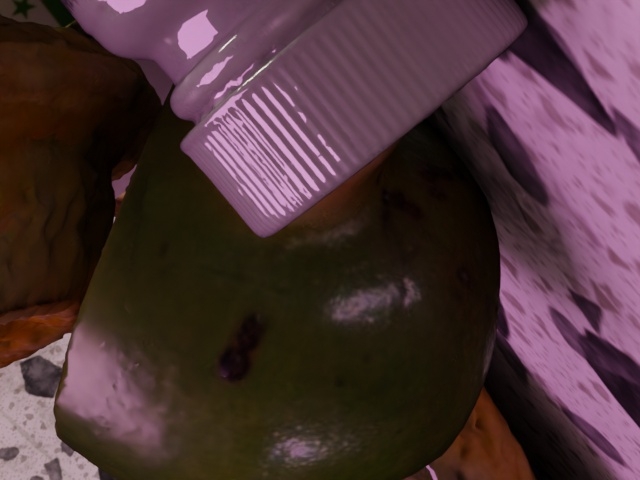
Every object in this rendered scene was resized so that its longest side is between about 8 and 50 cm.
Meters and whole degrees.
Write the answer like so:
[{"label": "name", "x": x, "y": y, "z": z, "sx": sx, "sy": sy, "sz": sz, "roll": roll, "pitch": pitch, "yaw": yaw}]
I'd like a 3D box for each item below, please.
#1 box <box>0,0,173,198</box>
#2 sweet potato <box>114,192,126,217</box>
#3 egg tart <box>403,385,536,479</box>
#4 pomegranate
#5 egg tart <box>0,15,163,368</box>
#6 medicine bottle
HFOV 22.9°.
[{"label": "box", "x": -0.186, "y": -0.159, "z": 0.786, "sx": 0.145, "sy": 0.173, "sz": 0.333, "roll": 46, "pitch": 172, "yaw": 51}, {"label": "sweet potato", "x": -0.130, "y": -0.073, "z": 1.109, "sx": 0.131, "sy": 0.131, "sz": 0.336, "roll": 51, "pitch": 171, "yaw": -3}, {"label": "egg tart", "x": 0.043, "y": 0.167, "z": 1.037, "sx": 0.443, "sy": 0.178, "sz": 0.443, "roll": 50, "pitch": 175, "yaw": 6}, {"label": "pomegranate", "x": 0.000, "y": -0.001, "z": 0.626, "sx": 0.159, "sy": 0.241, "sz": 0.190, "roll": 18, "pitch": -162, "yaw": -1}, {"label": "egg tart", "x": -0.190, "y": 0.005, "z": 0.640, "sx": 0.288, "sy": 0.288, "sz": 0.118, "roll": 108, "pitch": 142, "yaw": -81}, {"label": "medicine bottle", "x": -0.031, "y": -0.095, "z": 0.452, "sx": 0.168, "sy": 0.105, "sz": 0.105, "roll": 50, "pitch": 173, "yaw": -3}]
